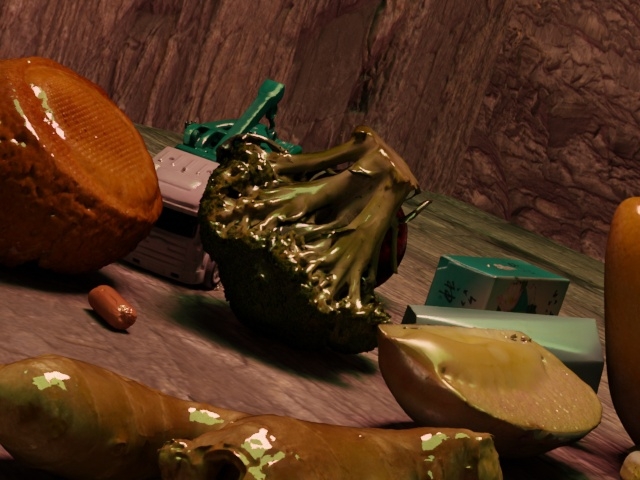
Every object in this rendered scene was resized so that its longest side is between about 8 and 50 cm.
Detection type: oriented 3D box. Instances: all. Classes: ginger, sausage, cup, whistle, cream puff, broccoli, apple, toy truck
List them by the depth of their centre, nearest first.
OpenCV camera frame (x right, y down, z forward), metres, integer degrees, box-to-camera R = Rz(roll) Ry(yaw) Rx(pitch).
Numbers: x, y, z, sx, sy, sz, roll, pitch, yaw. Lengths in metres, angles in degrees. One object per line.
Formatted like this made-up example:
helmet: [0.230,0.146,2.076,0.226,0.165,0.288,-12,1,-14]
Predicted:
ginger: [-0.049,0.180,1.091,0.363,0.122,0.348,15,5,25]
apple: [0.186,0.179,1.511,0.265,0.120,0.193,6,28,-44]
whistle: [0.372,0.268,1.550,0.104,0.057,0.198,28,1,-1]
sausage: [-0.235,0.075,1.569,0.034,0.034,0.083,12,11,-35]
cream puff: [-0.349,-0.081,1.703,0.303,0.212,0.303,45,23,-25]
cup: [0.212,0.154,1.710,0.235,0.134,0.148,8,37,-9]
broccoli: [0.000,0.000,1.737,0.321,0.283,0.304,54,12,28]
toy truck: [-0.148,-0.083,1.994,0.176,0.178,0.363,19,36,16]

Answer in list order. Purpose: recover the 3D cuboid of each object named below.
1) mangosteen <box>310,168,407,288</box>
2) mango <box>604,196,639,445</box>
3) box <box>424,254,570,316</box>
mangosteen: [0.036,-0.012,2.164,0.209,0.210,0.210,17,9,-3]
mango: [0.431,0.119,1.654,0.198,0.384,0.221,-7,27,27]
box: [0.238,0.106,1.940,0.092,0.153,0.245,23,11,33]
